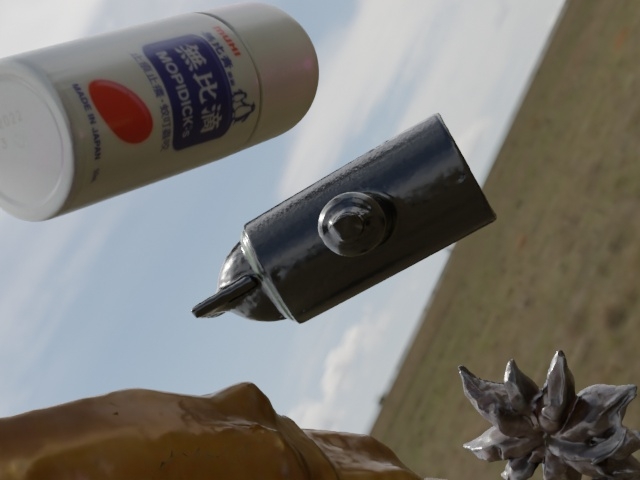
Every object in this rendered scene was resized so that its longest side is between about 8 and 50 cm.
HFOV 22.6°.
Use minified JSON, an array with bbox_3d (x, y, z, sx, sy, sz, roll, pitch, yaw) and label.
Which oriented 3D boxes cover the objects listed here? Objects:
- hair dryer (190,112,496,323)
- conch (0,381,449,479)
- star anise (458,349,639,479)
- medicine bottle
[{"bbox_3d":[0.000,0.000,0.924,0.195,0.078,0.248,-30,-3,5],"label":"hair dryer"},{"bbox_3d":[-0.067,0.099,0.434,0.109,0.330,0.093,-49,51,52],"label":"conch"},{"bbox_3d":[0.208,0.180,1.464,0.065,0.182,0.195,-61,-39,-42],"label":"star anise"},{"bbox_3d":[-0.130,-0.118,1.333,0.341,0.130,0.130,-24,-37,-50],"label":"medicine bottle"}]
